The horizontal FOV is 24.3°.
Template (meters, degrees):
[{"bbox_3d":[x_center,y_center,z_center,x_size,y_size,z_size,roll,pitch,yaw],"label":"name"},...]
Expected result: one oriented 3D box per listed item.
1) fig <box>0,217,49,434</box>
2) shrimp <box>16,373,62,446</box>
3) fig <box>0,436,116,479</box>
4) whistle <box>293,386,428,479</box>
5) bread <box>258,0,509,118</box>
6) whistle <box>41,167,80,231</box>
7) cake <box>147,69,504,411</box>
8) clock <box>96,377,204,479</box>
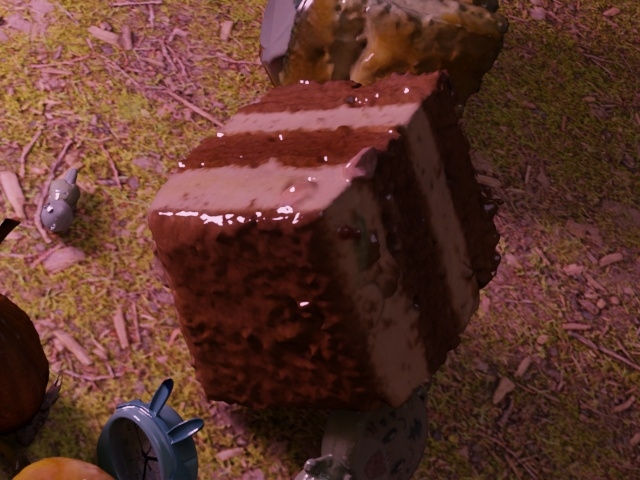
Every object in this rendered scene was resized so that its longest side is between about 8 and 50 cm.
[{"bbox_3d":[-0.311,0.082,1.353,0.133,0.201,0.146,-17,49,-32],"label":"fig"},{"bbox_3d":[-0.279,0.160,1.432,0.038,0.029,0.092,19,37,3],"label":"shrimp"},{"bbox_3d":[-0.245,0.244,1.306,0.159,0.159,0.257,-4,29,-30],"label":"fig"},{"bbox_3d":[0.022,0.226,1.472,0.067,0.126,0.258,14,44,41],"label":"whistle"},{"bbox_3d":[0.068,-0.310,1.913,0.264,0.239,0.395,16,41,-13],"label":"bread"},{"bbox_3d":[-0.282,-0.044,1.623,0.035,0.035,0.100,19,41,-10],"label":"whistle"},{"bbox_3d":[0.000,0.000,1.499,0.282,0.256,0.290,0,28,38],"label":"cake"},{"bbox_3d":[-0.153,0.194,1.372,0.045,0.147,0.108,-19,60,-39],"label":"clock"}]
